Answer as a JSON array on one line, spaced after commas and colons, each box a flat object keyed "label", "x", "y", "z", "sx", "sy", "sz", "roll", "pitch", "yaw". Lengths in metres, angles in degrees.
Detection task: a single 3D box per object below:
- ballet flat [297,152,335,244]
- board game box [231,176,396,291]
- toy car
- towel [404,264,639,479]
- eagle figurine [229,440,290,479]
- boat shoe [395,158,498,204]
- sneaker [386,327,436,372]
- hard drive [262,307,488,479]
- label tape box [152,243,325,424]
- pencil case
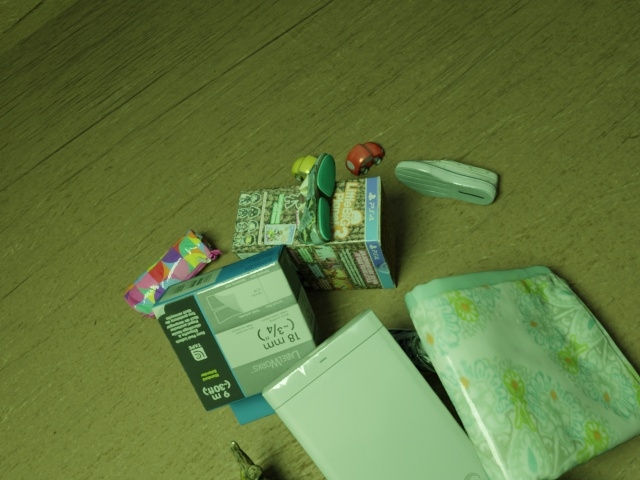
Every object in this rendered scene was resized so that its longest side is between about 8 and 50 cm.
[{"label": "ballet flat", "x": -0.013, "y": -0.078, "z": 0.923, "sx": 0.070, "sy": 0.070, "sz": 0.189, "roll": -3, "pitch": 59, "yaw": 15}, {"label": "board game box", "x": 0.000, "y": 0.000, "z": 1.047, "sx": 0.290, "sy": 0.232, "sz": 0.141, "roll": -4, "pitch": 63, "yaw": 14}, {"label": "toy car", "x": 0.041, "y": -0.134, "z": 1.205, "sx": 0.238, "sy": 0.053, "sz": 0.225, "roll": -10, "pitch": 61, "yaw": 12}, {"label": "towel", "x": 0.346, "y": 0.195, "z": 0.817, "sx": 0.374, "sy": 0.090, "sz": 0.321, "roll": -4, "pitch": 54, "yaw": -31}, {"label": "eagle figurine", "x": -0.182, "y": 0.526, "z": 0.854, "sx": 0.225, "sy": 0.226, "sz": 0.298, "roll": -19, "pitch": 33, "yaw": 49}, {"label": "boat shoe", "x": 0.284, "y": -0.142, "z": 1.132, "sx": 0.226, "sy": 0.083, "sz": 0.076, "roll": 20, "pitch": 59, "yaw": 13}, {"label": "sneaker", "x": 0.172, "y": 0.199, "z": 0.940, "sx": 0.268, "sy": 0.153, "sz": 0.101, "roll": 1, "pitch": 64, "yaw": 17}, {"label": "hard drive", "x": 0.100, "y": 0.326, "z": 0.855, "sx": 0.233, "sy": 0.047, "sz": 0.353, "roll": -37, "pitch": 92, "yaw": -2}, {"label": "label tape box", "x": -0.117, "y": 0.206, "z": 0.932, "sx": 0.240, "sy": 0.334, "sz": 0.106, "roll": -21, "pitch": 16, "yaw": 6}, {"label": "pencil case", "x": -0.350, "y": 0.078, "z": 1.192, "sx": 0.236, "sy": 0.104, "sz": 0.104, "roll": -45, "pitch": 61, "yaw": -7}]
